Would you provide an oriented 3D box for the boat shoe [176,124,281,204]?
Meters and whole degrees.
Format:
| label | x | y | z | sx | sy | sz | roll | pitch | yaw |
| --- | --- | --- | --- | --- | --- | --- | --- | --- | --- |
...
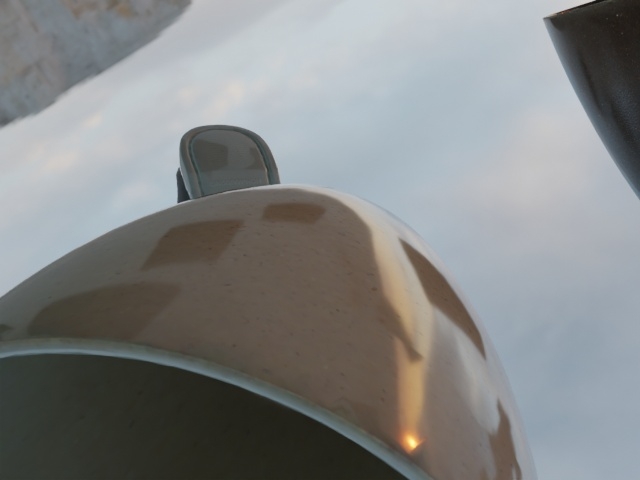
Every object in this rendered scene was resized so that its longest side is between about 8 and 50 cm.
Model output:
| label | x | y | z | sx | sy | sz | roll | pitch | yaw |
| --- | --- | --- | --- | --- | --- | --- | --- | --- | --- |
| boat shoe | -0.066 | 0.017 | 0.961 | 0.114 | 0.091 | 0.302 | 2 | -145 | -6 |

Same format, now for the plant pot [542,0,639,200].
| label | x | y | z | sx | sy | sz | roll | pitch | yaw |
| --- | --- | --- | --- | --- | --- | --- | --- | --- | --- |
| plant pot | 0.354 | -0.141 | 1.170 | 0.215 | 0.230 | 0.215 | -16 | -171 | 2 |

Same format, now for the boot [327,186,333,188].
| label | x | y | z | sx | sy | sz | roll | pitch | yaw |
| --- | --- | --- | --- | --- | --- | --- | --- | --- | --- |
| boot | 0.000 | 0.000 | 1.346 | 0.085 | 0.158 | 0.059 | -8 | -127 | 11 |

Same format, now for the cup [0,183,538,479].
| label | x | y | z | sx | sy | sz | roll | pitch | yaw |
| --- | --- | --- | --- | --- | --- | --- | --- | --- | --- |
| cup | -0.032 | 0.103 | 0.621 | 0.331 | 0.331 | 0.237 | -18 | -151 | 29 |
